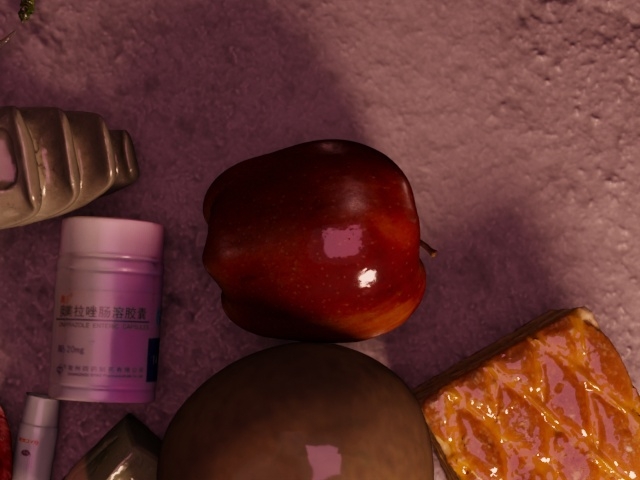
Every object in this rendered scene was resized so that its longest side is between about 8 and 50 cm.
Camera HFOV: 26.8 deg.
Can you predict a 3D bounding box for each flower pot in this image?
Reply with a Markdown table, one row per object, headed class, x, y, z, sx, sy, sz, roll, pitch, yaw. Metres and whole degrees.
| class | x | y | z | sx | sy | sz | roll | pitch | yaw |
| --- | --- | --- | --- | --- | --- | --- | --- | --- | --- |
| flower pot | -0.445 | -0.093 | 1.850 | 0.367 | 0.254 | 0.164 | -12 | 86 | -2 |

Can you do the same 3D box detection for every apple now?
| class | x | y | z | sx | sy | sz | roll | pitch | yaw |
| --- | --- | --- | --- | --- | --- | --- | --- | --- | --- |
| apple | 0.000 | 0.000 | 1.842 | 0.317 | 0.288 | 0.288 | -8 | 86 | 11 |

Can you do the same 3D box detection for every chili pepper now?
| class | x | y | z | sx | sy | sz | roll | pitch | yaw |
| --- | --- | --- | --- | --- | --- | --- | --- | --- | --- |
| chili pepper | -0.429 | -0.359 | 1.986 | 0.027 | 0.022 | 0.083 | 22 | 81 | 1 |

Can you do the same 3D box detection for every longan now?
| class | x | y | z | sx | sy | sz | roll | pitch | yaw |
| --- | --- | --- | --- | --- | --- | --- | --- | --- | --- |
| longan | -0.029 | 0.302 | 1.754 | 0.361 | 0.361 | 0.361 | 0 | 86 | -2 |

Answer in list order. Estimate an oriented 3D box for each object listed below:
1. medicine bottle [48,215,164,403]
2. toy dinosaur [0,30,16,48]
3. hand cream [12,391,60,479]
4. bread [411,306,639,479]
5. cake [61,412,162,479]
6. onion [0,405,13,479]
| class | x | y | z | sx | sy | sz | roll | pitch | yaw |
| --- | --- | --- | --- | --- | --- | --- | --- | --- | --- |
| medicine bottle | -0.299 | 0.098 | 1.889 | 0.152 | 0.152 | 0.254 | 3 | 86 | -2 |
| toy dinosaur | -0.553 | -0.248 | 1.967 | 0.142 | 0.057 | 0.212 | 34 | 73 | 20 |
| hand cream | -0.421 | 0.384 | 1.916 | 0.085 | 0.058 | 0.331 | 10 | 90 | 4 |
| bread | 0.300 | 0.267 | 1.867 | 0.279 | 0.207 | 0.279 | -26 | 85 | -5 |
| cake | -0.227 | 0.396 | 1.863 | 0.283 | 0.172 | 0.158 | 44 | 88 | 0 |
| onion | -0.567 | 0.313 | 1.849 | 0.273 | 0.285 | 0.273 | 23 | 50 | -31 |
